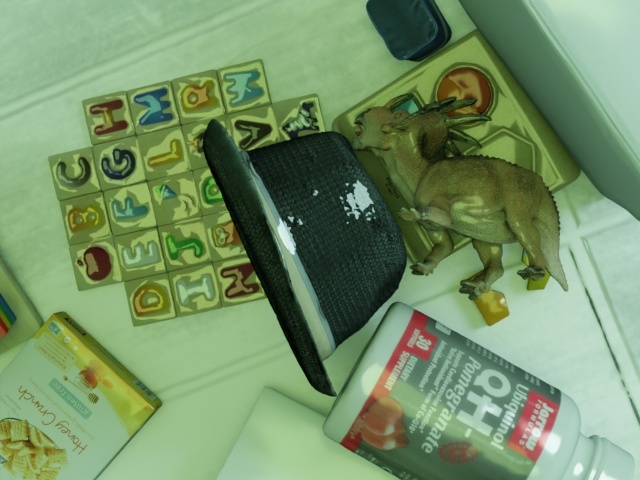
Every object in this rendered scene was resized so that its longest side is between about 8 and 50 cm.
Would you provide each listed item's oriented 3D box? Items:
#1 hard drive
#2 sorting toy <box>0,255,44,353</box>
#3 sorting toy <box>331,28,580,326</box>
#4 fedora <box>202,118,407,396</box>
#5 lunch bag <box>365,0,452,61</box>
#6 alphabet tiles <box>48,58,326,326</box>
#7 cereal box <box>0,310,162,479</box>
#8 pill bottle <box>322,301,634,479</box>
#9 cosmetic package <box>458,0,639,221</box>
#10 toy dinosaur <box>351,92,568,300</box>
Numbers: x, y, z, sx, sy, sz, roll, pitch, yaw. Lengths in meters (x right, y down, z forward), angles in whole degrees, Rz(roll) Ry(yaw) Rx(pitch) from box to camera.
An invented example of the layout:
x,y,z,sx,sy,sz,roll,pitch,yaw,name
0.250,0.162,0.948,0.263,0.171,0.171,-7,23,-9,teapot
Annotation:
x,y,z,sx,sy,sz,roll,pitch,yaw,name
0.038,0.355,1.346,0.353,0.047,0.233,27,79,4,hard drive
-0.512,0.069,1.369,0.255,0.089,0.257,-29,102,6,sorting toy
0.183,-0.068,1.348,0.229,0.041,0.307,-31,88,6,sorting toy
0.000,0.000,1.228,0.152,0.334,0.334,-25,89,-4,fedora
0.102,-0.258,1.339,0.067,0.065,0.098,-31,82,22,lunch bag
-0.150,-0.057,1.397,0.342,0.011,0.285,-12,91,6,alphabet tiles
-0.334,0.231,1.404,0.173,0.047,0.240,41,95,3,cereal box
0.178,0.217,1.289,0.318,0.176,0.176,29,94,4,pill bottle
0.398,-0.252,1.151,0.393,0.329,0.327,-37,101,5,cosmetic package
0.176,-0.057,1.281,0.295,0.127,0.200,23,61,-9,toy dinosaur
